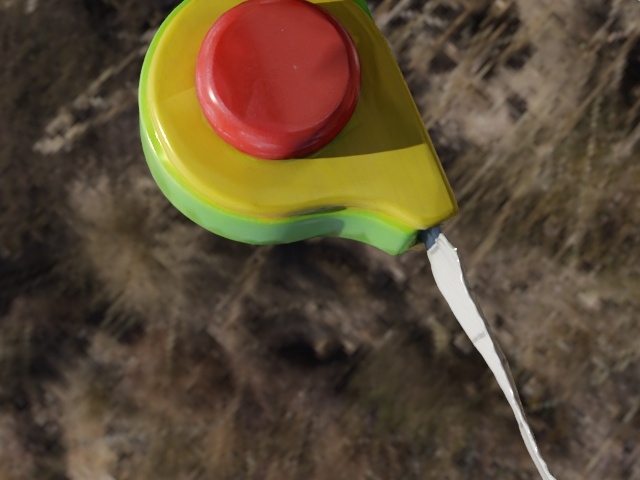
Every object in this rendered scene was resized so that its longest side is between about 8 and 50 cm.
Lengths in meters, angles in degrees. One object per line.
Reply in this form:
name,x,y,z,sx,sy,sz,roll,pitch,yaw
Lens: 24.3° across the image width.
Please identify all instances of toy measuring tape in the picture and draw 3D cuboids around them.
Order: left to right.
toy measuring tape,0.000,0.000,0.640,0.121,0.121,0.330,131,118,-71
